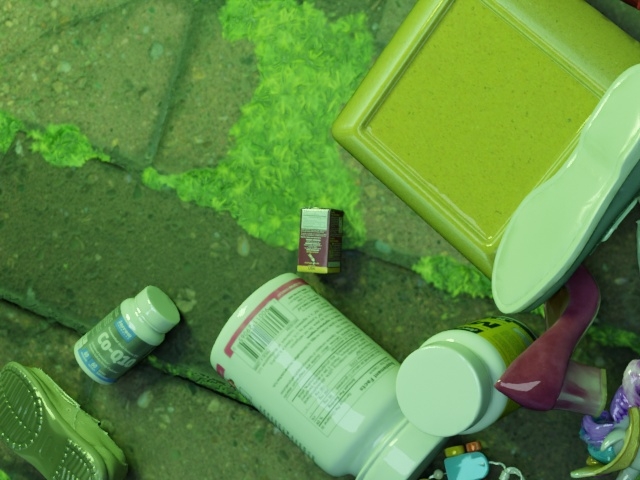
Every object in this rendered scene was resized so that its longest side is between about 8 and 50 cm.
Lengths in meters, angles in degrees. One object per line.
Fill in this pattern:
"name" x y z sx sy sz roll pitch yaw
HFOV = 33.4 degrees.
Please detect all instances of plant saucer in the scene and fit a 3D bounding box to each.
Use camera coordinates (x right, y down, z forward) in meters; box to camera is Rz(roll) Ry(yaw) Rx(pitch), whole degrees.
"plant saucer" 0.195 -0.148 1.253 0.333 0.081 0.332 43 116 15

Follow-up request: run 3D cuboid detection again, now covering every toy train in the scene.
"toy train" 0.171 0.327 1.299 0.125 0.046 0.166 37 91 20

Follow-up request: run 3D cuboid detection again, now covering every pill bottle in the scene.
"pill bottle" -0.262 0.128 1.453 0.137 0.078 0.078 -40 77 15
"pill bottle" 0.016 0.185 1.308 0.283 0.160 0.160 41 102 16
"pill bottle" 0.173 0.155 1.219 0.119 0.208 0.119 2 94 28

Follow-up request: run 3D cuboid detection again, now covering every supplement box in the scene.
"supplement box" 0.000 0.000 1.373 0.043 0.055 0.083 4 89 20

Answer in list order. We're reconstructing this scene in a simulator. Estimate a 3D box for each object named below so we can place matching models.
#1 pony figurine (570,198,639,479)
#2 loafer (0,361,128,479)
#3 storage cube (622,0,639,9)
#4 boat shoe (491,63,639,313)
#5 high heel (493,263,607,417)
"pony figurine" 0.452 0.122 1.119 0.364 0.303 0.350 1 98 5
"loafer" -0.365 0.269 1.486 0.268 0.092 0.102 41 101 32
"storage cube" 0.364 -0.374 1.181 0.193 0.184 0.215 33 101 19
"boat shoe" 0.299 -0.037 1.145 0.319 0.099 0.116 -60 31 28
"high heel" 0.247 0.095 1.193 0.117 0.244 0.082 15 134 -5
